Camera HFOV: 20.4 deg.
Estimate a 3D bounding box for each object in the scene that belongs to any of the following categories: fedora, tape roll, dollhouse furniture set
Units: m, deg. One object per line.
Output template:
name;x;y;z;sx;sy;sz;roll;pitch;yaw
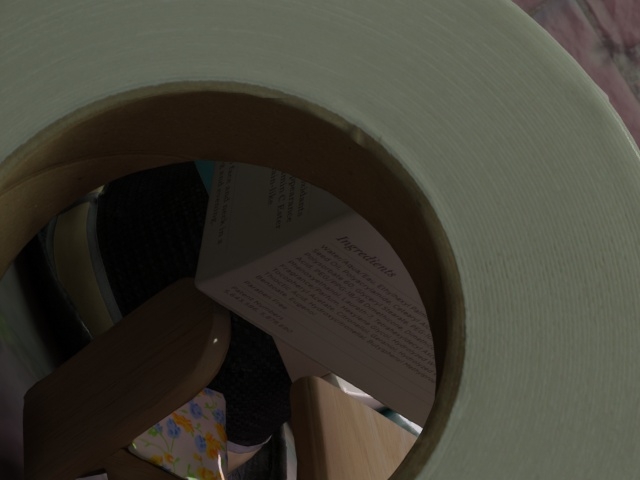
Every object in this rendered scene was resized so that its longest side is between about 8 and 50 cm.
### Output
fedora;-0.058;0.031;1.210;0.334;0.152;0.334;55;14;-20
tape roll;-0.049;0.044;0.711;0.072;0.392;0.392;93;-27;-67
dollhouse furniture set;0.073;0.228;0.876;0.362;0.256;0.394;34;33;-35

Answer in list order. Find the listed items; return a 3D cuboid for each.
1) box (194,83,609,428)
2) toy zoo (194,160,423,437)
box;0.049;-0.029;0.906;0.182;0.119;0.181;34;48;-34
toy zoo;0.000;0.000;1.115;0.293;0.030;0.192;66;22;8
